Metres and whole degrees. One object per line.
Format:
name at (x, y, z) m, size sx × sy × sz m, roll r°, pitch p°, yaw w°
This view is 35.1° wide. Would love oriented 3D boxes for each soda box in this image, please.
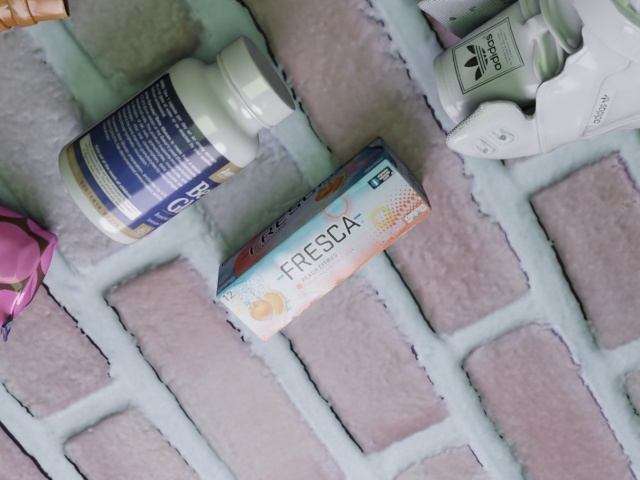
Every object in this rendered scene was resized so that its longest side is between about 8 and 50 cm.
soda box at (0.000, 0.000, 0.833) m, size 0.183 × 0.058 × 0.063 m, roll -38°, pitch 110°, yaw 13°

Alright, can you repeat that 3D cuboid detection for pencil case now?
pencil case at (-0.322, -0.005, 0.800) m, size 0.209 × 0.095 × 0.098 m, roll 30°, pitch 125°, yaw -13°

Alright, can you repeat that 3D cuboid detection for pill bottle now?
pill bottle at (-0.106, -0.079, 0.772) m, size 0.169 × 0.094 × 0.094 m, roll -34°, pitch 112°, yaw 12°

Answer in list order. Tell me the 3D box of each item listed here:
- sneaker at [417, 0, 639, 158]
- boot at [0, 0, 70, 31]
sneaker at (0.168, -0.143, 0.650) m, size 0.210 × 0.366 × 0.137 m, roll -13°, pitch 76°, yaw 12°
boot at (-0.261, -0.163, 0.741) m, size 0.153 × 0.073 × 0.197 m, roll -1°, pitch 117°, yaw -7°
